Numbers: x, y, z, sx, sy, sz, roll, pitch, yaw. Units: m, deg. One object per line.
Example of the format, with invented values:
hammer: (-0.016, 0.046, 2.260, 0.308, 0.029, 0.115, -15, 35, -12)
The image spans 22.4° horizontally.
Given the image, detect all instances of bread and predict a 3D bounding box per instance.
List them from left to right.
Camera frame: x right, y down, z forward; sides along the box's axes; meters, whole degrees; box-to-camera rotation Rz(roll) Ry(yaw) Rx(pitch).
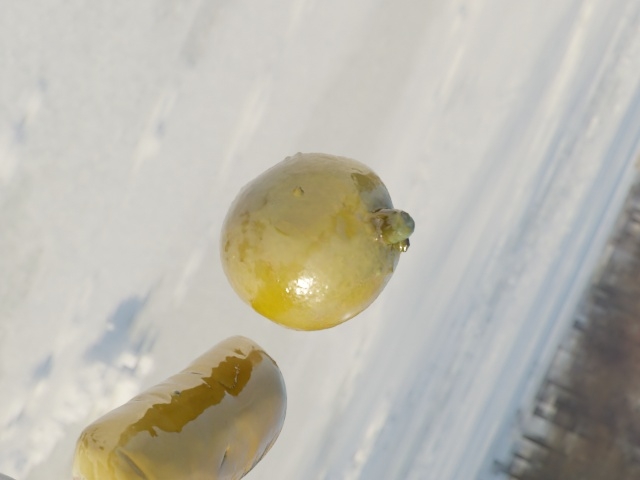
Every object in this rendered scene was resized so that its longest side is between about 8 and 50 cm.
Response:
bread: (-0.120, 0.186, 1.441, 0.305, 0.091, 0.142, -33, 139, -60)

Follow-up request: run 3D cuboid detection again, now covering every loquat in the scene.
loquat: (0.000, 0.000, 1.472, 0.149, 0.204, 0.172, 62, 38, -26)

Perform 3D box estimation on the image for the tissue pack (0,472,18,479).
tissue pack: (-0.265, 0.214, 0.888, 0.288, 0.394, 0.124, -9, 106, -49)
